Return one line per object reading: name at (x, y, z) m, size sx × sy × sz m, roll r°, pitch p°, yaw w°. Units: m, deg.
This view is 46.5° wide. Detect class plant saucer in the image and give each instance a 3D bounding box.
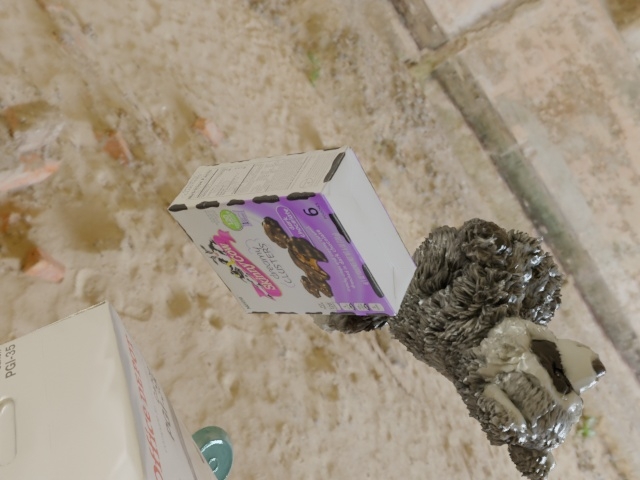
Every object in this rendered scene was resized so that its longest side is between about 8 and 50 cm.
plant saucer at (-0.184, 0.368, 1.231) m, size 0.119 × 0.021 × 0.119 m, roll -7°, pitch 99°, yaw -46°

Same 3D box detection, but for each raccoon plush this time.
raccoon plush at (0.162, 0.175, 1.013) m, size 0.216 × 0.446 × 0.299 m, roll 33°, pitch 51°, yaw -27°

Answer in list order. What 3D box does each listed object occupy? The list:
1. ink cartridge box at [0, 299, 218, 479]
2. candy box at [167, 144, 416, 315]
ink cartridge box at (-0.147, 0.221, 0.578) m, size 0.207 × 0.117 × 0.283 m, roll -124°, pitch -168°, yaw -52°
candy box at (-0.028, -0.002, 0.747) m, size 0.164 × 0.196 × 0.070 m, roll 57°, pitch 46°, yaw -33°
